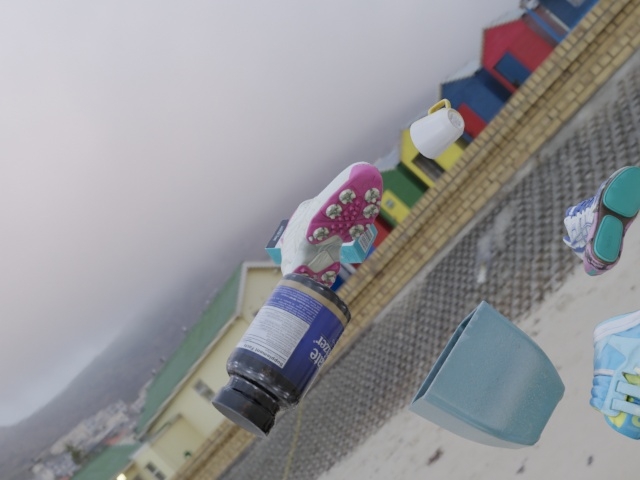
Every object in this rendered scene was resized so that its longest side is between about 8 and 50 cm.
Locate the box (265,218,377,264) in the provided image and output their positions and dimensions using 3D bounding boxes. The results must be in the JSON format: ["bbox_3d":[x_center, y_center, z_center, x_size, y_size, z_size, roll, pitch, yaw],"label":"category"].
[{"bbox_3d":[0.000,0.000,1.839,0.244,0.060,0.100,-2,44,35],"label":"box"}]

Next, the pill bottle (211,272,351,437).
[{"bbox_3d":[-0.058,0.166,1.159,0.219,0.123,0.123,-57,-1,-22],"label":"pill bottle"}]

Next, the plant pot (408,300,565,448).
[{"bbox_3d":[0.372,0.321,1.741,0.247,0.252,0.248,-54,-9,-16],"label":"plant pot"}]

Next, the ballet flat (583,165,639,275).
[{"bbox_3d":[0.492,-0.032,1.374,0.221,0.077,0.079,-61,0,-27],"label":"ballet flat"}]

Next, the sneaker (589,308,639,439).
[{"bbox_3d":[0.547,0.206,1.276,0.319,0.127,0.208,126,164,-62],"label":"sneaker"}]

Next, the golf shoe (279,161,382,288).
[{"bbox_3d":[0.001,-0.036,1.368,0.115,0.140,0.306,6,-45,-30],"label":"golf shoe"}]

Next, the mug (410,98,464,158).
[{"bbox_3d":[0.172,-0.168,1.171,0.062,0.078,0.064,-8,-18,-43],"label":"mug"}]

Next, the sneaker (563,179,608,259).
[{"bbox_3d":[0.619,-0.046,1.852,0.112,0.131,0.296,-39,-31,-19],"label":"sneaker"}]
